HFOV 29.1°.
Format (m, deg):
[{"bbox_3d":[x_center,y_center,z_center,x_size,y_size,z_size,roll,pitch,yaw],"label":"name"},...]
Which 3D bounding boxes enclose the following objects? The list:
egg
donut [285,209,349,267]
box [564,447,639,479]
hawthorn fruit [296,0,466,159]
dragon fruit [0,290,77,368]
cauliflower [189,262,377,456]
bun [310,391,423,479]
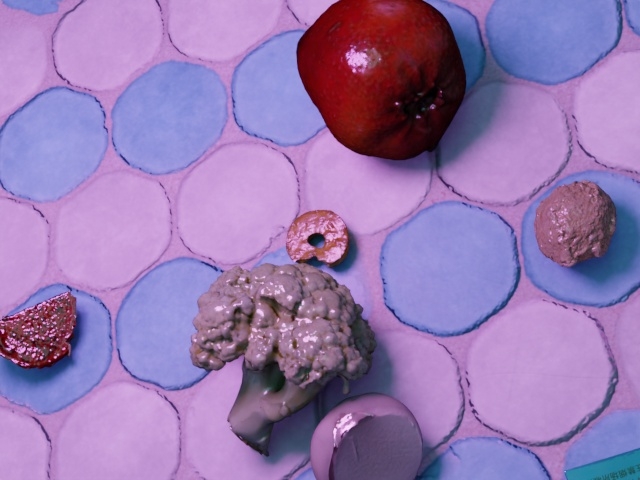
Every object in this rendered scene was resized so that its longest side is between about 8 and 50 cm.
[{"bbox_3d":[0.386,-0.024,1.869,0.118,0.116,0.140,23,75,51],"label":"egg"},{"bbox_3d":[0.000,0.000,2.008,0.108,0.043,0.097,10,73,20],"label":"donut"},{"bbox_3d":[0.454,0.409,1.723,0.160,0.042,0.226,-19,65,9],"label":"box"},{"bbox_3d":[0.088,-0.284,1.987,0.265,0.265,0.307,-36,43,0],"label":"hawthorn fruit"},{"bbox_3d":[-0.470,0.163,2.063,0.162,0.083,0.106,-24,83,-14],"label":"dragon fruit"},{"bbox_3d":[-0.071,0.161,1.847,0.327,0.260,0.281,17,70,49],"label":"cauliflower"},{"bbox_3d":[0.062,0.304,1.821,0.173,0.173,0.120,-49,29,-6],"label":"bun"}]
